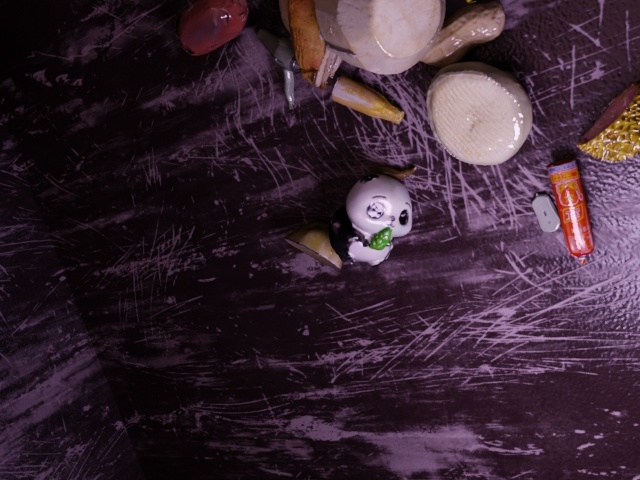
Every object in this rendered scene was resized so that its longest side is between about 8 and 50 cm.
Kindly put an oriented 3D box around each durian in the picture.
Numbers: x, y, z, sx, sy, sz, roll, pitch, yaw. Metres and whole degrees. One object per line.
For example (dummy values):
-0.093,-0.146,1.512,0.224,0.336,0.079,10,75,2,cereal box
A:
0.696,-0.266,1.682,0.182,0.165,0.132,-29,58,16,durian

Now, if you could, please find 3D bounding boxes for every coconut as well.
0.140,-0.566,1.739,0.323,0.323,0.323,13,115,30,coconut

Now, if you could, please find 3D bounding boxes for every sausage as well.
-0.335,-0.674,2.195,0.279,0.152,0.152,-21,96,37,sausage
0.641,-0.072,1.813,0.074,0.074,0.274,-8,104,36,sausage

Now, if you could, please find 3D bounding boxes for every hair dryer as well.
-0.124,-0.541,2.152,0.219,0.088,0.225,58,159,20,hair dryer

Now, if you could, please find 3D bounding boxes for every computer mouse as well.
0.592,-0.075,1.870,0.056,0.032,0.110,-29,80,37,computer mouse

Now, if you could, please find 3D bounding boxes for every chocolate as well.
0.139,-0.392,2.032,0.219,0.085,0.086,30,122,17,chocolate

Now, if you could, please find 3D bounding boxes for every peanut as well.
0.351,-0.516,1.810,0.256,0.123,0.124,-16,98,36,peanut

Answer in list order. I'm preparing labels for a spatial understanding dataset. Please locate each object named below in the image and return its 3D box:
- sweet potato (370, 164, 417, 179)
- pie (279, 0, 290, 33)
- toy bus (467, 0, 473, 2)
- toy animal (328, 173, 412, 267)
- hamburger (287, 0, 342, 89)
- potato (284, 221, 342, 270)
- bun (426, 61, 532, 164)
0.214,-0.199,2.076,0.153,0.038,0.041,3,132,31,sweet potato
0.004,-0.681,2.011,0.337,0.075,0.337,17,122,30,pie
0.459,-0.699,1.645,0.331,0.145,0.151,-36,87,38,toy bus
0.152,-0.056,2.068,0.212,0.212,0.267,46,133,11,toy animal
-0.007,-0.580,1.921,0.245,0.155,0.282,48,137,7,hamburger
0.000,0.000,2.247,0.202,0.182,0.117,24,83,46,potato
0.413,-0.332,1.822,0.287,0.146,0.287,26,135,30,bun
